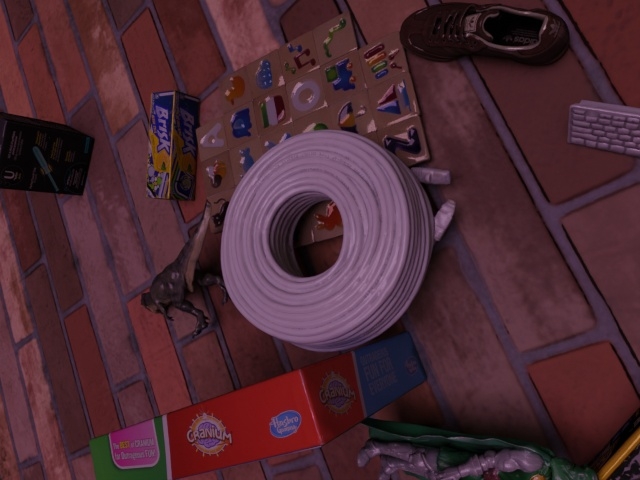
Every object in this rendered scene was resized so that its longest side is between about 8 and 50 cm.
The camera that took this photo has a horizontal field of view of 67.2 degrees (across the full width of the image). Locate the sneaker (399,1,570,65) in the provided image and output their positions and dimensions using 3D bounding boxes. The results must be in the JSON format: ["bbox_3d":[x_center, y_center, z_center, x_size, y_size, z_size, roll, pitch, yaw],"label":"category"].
[{"bbox_3d":[0.165,-0.232,0.516,0.189,0.071,0.066,17,99,30],"label":"sneaker"}]

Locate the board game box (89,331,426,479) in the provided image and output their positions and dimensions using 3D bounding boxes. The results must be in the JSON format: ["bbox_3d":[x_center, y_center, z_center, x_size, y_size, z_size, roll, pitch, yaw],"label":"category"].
[{"bbox_3d":[-0.067,0.198,0.562,0.317,0.242,0.064,-26,75,28],"label":"board game box"}]

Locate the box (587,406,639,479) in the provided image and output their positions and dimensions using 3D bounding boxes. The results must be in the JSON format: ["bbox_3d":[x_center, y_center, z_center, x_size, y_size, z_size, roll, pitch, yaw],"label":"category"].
[{"bbox_3d":[0.388,0.275,0.379,0.322,0.079,0.257,38,107,26],"label":"box"}]

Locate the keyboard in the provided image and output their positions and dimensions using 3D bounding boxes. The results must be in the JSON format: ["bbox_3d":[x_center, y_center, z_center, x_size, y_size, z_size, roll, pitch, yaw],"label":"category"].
[{"bbox_3d":[0.346,-0.074,0.407,0.256,0.072,0.014,21,76,30],"label":"keyboard"}]

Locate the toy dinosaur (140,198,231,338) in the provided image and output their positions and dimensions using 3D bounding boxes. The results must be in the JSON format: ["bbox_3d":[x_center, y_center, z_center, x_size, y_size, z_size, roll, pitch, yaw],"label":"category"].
[{"bbox_3d":[-0.196,0.069,0.730,0.118,0.064,0.268,44,124,2],"label":"toy dinosaur"}]

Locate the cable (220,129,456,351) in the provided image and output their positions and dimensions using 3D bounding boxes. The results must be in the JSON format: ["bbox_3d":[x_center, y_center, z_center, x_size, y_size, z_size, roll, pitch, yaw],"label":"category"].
[{"bbox_3d":[0.000,0.000,0.561,0.257,0.089,0.257,22,91,31],"label":"cable"}]

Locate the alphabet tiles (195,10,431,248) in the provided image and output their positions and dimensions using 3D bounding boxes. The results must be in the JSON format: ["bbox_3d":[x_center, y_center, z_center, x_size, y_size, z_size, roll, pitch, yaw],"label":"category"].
[{"bbox_3d":[-0.032,-0.134,0.658,0.343,0.011,0.285,-17,79,27],"label":"alphabet tiles"}]

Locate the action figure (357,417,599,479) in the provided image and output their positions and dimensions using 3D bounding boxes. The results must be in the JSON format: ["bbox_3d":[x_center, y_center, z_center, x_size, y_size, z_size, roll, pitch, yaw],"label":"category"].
[{"bbox_3d":[0.150,0.228,0.484,0.232,0.137,0.063,-15,40,39],"label":"action figure"}]

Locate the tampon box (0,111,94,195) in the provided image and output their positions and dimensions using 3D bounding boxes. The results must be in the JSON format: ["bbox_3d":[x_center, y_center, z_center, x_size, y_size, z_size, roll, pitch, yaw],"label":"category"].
[{"bbox_3d":[-0.532,-0.160,0.892,0.102,0.161,0.120,25,102,29],"label":"tampon box"}]

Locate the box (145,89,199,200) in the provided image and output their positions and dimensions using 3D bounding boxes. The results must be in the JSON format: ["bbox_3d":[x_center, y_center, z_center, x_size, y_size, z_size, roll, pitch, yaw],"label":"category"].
[{"bbox_3d":[-0.237,-0.150,0.774,0.059,0.054,0.168,5,93,32],"label":"box"}]
